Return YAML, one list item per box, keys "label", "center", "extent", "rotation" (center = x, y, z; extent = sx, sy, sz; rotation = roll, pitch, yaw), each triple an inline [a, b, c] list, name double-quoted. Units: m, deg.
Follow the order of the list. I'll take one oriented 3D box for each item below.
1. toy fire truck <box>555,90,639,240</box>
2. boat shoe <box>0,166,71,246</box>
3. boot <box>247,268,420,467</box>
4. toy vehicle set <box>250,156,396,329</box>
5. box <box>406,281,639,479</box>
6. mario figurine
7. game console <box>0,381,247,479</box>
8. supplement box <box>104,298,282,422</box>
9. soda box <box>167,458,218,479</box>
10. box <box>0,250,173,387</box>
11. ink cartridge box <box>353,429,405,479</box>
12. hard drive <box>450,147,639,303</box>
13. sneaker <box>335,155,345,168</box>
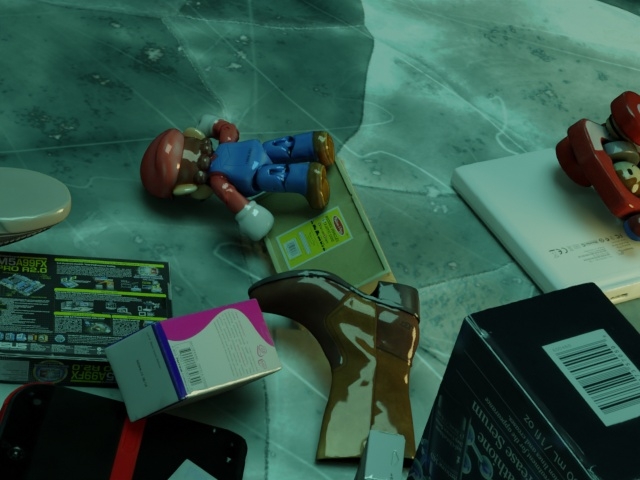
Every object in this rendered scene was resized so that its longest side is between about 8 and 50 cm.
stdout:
- label: "toy fire truck"
  center: [0.562, -0.100, 2.489]
  extent: [0.302, 0.169, 0.254]
  rotation: [16, 46, -42]
- label: "boat shoe"
  center: [-0.535, -0.004, 2.072]
  extent: [0.340, 0.158, 0.127]
  rotation: [-5, 44, -15]
- label: "boot"
  center: [0.014, 0.192, 2.073]
  extent: [0.264, 0.096, 0.280]
  rotation: [10, 64, -10]
- label: "toy vehicle set"
  center: [0.000, 0.000, 2.264]
  extent: [0.166, 0.035, 0.267]
  rotation: [-26, 50, 4]
- label: "box"
  center: [0.291, 0.304, 1.803]
  extent: [0.212, 0.395, 0.293]
  rotation: [-13, 47, -28]
- label: "mario figurine"
  center: [-0.137, -0.108, 2.325]
  extent: [0.320, 0.170, 0.198]
  rotation: [2, 22, 13]
- label: "game console"
  center: [-0.282, 0.360, 1.834]
  extent: [0.342, 0.060, 0.386]
  rotation: [17, 41, -7]
- label: "supplement box"
  center: [-0.172, 0.163, 1.965]
  extent: [0.220, 0.114, 0.111]
  rotation: [-11, 77, -52]
- label: "soda box"
  center: [-0.212, 0.397, 1.704]
  extent: [0.091, 0.098, 0.286]
  rotation: [32, 40, 11]
- label: "box"
  center: [-0.351, 0.115, 2.079]
  extent: [0.270, 0.060, 0.216]
  rotation: [4, 41, -14]
- label: "ink cartridge box"
  center: [0.075, 0.329, 1.917]
  extent: [0.052, 0.122, 0.088]
  rotation: [13, 40, -3]
- label: "hard drive"
  center: [0.416, -0.022, 2.483]
  extent: [0.233, 0.047, 0.353]
  rotation: [-12, 48, -29]
- label: "sneaker"
  center: [-0.003, -0.068, 2.376]
  extent: [0.069, 0.084, 0.185]
  rotation: [18, 40, 3]
